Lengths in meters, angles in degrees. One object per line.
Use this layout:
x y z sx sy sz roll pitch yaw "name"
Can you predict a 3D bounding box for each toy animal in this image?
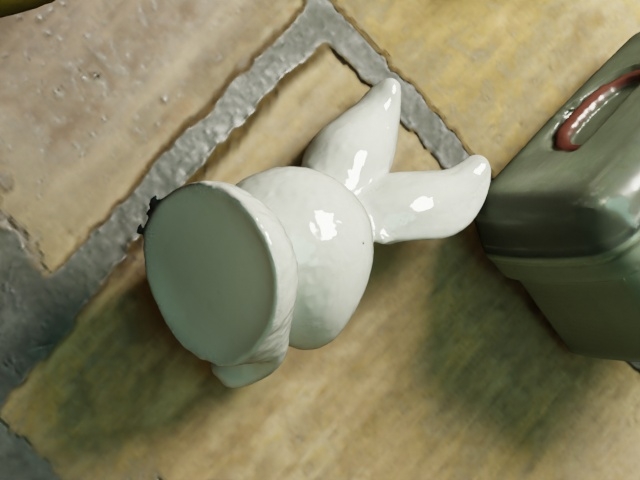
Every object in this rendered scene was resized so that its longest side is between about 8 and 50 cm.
-0.003 0.000 1.034 0.104 0.131 0.221 37 34 23 "toy animal"

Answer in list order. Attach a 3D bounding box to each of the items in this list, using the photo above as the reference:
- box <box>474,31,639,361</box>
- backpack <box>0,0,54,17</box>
0.208 -0.032 1.104 0.210 0.148 0.129 -45 113 -24 "box"
-0.201 -0.256 0.902 0.378 0.201 0.353 -13 86 -18 "backpack"
